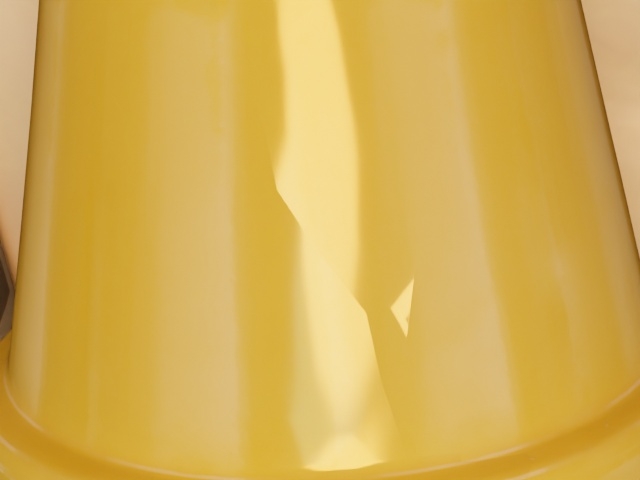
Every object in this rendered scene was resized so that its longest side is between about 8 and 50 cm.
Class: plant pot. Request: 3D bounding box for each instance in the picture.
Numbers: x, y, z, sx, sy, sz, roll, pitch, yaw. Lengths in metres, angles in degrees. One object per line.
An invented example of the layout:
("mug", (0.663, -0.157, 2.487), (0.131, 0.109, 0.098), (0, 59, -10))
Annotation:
("plant pot", (0.000, 0.000, 0.596), (0.254, 0.254, 0.239), (-3, 109, 6))

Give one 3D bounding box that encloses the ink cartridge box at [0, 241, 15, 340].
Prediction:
("ink cartridge box", (-0.314, 0.079, 0.753), (0.385, 0.091, 0.308), (-6, 124, 6))
